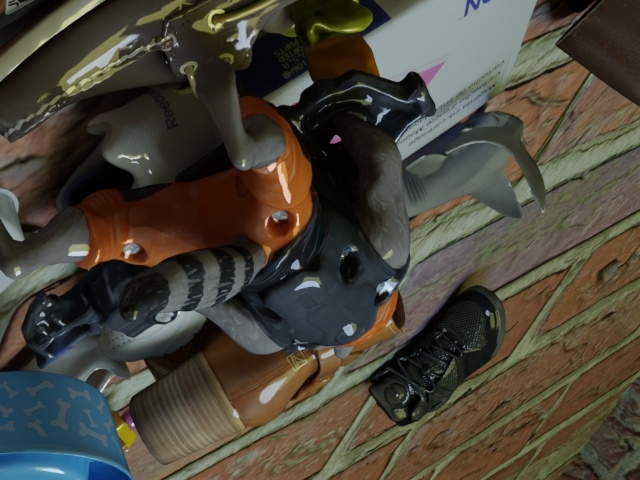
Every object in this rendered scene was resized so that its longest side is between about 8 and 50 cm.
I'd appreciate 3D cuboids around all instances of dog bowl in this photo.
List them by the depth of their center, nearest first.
[{"bbox_3d":[-0.258,0.184,1.309,0.166,0.074,0.297,13,144,-33],"label":"dog bowl"}]

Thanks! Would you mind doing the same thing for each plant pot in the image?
[{"bbox_3d":[0.378,-0.180,1.637,0.215,0.230,0.215,-45,180,0],"label":"plant pot"}]

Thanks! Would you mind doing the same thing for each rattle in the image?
[{"bbox_3d":[0.041,-0.190,1.185,0.199,0.142,0.130,-45,143,23],"label":"rattle"}]

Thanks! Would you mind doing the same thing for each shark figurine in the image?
[{"bbox_3d":[0.153,-0.062,1.592,0.166,0.116,0.278,-41,-172,-26],"label":"shark figurine"}]

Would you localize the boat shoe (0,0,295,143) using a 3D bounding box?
[{"bbox_3d":[-0.067,-0.147,1.065,0.324,0.096,0.116,-37,-168,-22],"label":"boat shoe"}]

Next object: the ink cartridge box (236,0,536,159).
[{"bbox_3d":[0.039,-0.110,1.449,0.324,0.071,0.330,-35,158,-24],"label":"ink cartridge box"}]

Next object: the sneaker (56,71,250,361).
[{"bbox_3d":[-0.138,-0.013,1.281,0.129,0.111,0.297,-14,143,-29],"label":"sneaker"}]

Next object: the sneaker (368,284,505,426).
[{"bbox_3d":[0.143,0.154,2.169,0.130,0.087,0.227,-31,163,-49],"label":"sneaker"}]

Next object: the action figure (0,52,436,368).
[{"bbox_3d":[-0.074,0.024,1.121,0.341,0.178,0.330,-37,150,20],"label":"action figure"}]

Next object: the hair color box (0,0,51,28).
[{"bbox_3d":[-0.201,-0.139,0.942,0.141,0.043,0.072,-33,160,-26],"label":"hair color box"}]

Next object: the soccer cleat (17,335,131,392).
[{"bbox_3d":[-0.239,0.147,1.411,0.196,0.076,0.068,-45,161,4],"label":"soccer cleat"}]

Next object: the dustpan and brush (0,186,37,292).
[{"bbox_3d":[-0.237,0.011,1.184,0.147,0.060,0.211,-37,157,19],"label":"dustpan and brush"}]

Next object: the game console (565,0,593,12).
[{"bbox_3d":[0.289,-0.263,1.586,0.144,0.085,0.124,-44,149,3],"label":"game console"}]

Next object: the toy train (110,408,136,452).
[{"bbox_3d":[-0.229,0.201,1.600,0.125,0.046,0.166,-29,153,-32],"label":"toy train"}]

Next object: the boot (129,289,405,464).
[{"bbox_3d":[-0.041,0.074,1.435,0.220,0.109,0.283,-29,-175,5],"label":"boot"}]
